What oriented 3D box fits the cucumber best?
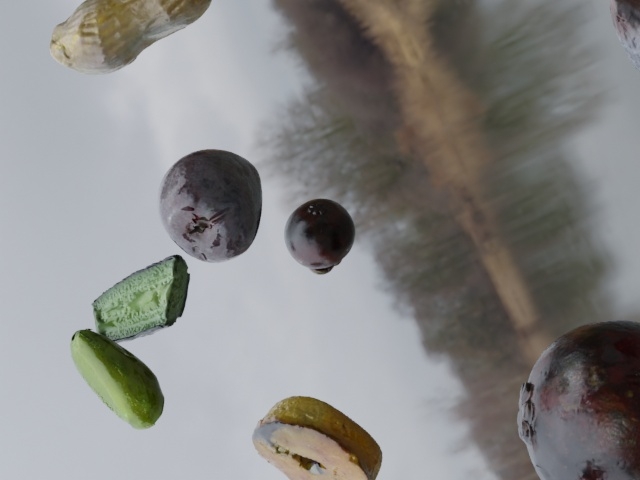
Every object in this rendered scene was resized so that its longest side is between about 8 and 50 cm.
[{"bbox_3d":[-0.303,0.114,2.226,0.086,0.193,0.115,31,-142,-67],"label":"cucumber"}]

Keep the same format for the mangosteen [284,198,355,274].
[{"bbox_3d":[0.000,0.000,2.177,0.140,0.140,0.140,-25,-90,-86],"label":"mangosteen"}]

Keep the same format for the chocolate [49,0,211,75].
[{"bbox_3d":[-0.322,-0.383,2.207,0.134,0.309,0.134,62,-175,-9],"label":"chocolate"}]

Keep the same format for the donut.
[{"bbox_3d":[-0.004,0.379,2.290,0.253,0.118,0.253,28,153,16],"label":"donut"}]

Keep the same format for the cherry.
[{"bbox_3d":[-0.164,-0.058,1.908,0.176,0.140,0.176,33,-135,-40],"label":"cherry"}]

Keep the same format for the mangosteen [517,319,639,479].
[{"bbox_3d":[0.482,0.275,1.956,0.306,0.359,0.306,-176,90,-88],"label":"mangosteen"}]

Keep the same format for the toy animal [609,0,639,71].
[{"bbox_3d":[0.509,-0.270,1.856,0.195,0.090,0.324,37,-178,19],"label":"toy animal"}]

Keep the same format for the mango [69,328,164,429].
[{"bbox_3d":[-0.273,0.183,1.735,0.165,0.074,0.091,53,152,-4],"label":"mango"}]
